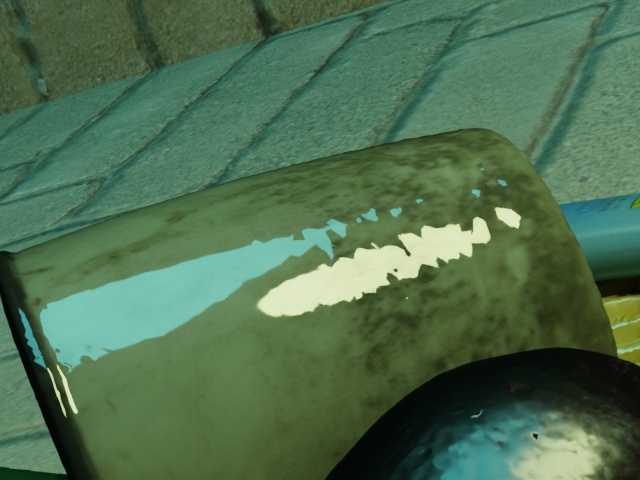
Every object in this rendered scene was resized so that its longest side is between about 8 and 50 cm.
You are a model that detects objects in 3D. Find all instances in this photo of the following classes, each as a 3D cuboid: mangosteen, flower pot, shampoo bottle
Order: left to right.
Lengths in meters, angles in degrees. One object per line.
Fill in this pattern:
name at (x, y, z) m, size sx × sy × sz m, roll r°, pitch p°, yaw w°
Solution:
flower pot at (-0.005, 0.080, 1.131) m, size 0.330 × 0.293 × 0.293 m, roll -24°, pitch 16°, yaw -9°
mangosteen at (0.134, 0.197, 0.901) m, size 0.302 × 0.275 × 0.275 m, roll 32°, pitch 45°, yaw 28°
shampoo bottle at (0.271, -0.007, 1.476) m, size 0.258 × 0.061 × 0.104 m, roll -8°, pitch 18°, yaw 38°

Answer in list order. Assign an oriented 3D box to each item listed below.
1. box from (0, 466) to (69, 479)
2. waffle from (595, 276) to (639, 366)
box at (-0.311, 0.278, 1.253) m, size 0.329 × 0.177 × 0.253 m, roll 0°, pitch 27°, yaw 46°
waffle at (0.304, 0.063, 1.410) m, size 0.221 × 0.055 × 0.248 m, roll -18°, pitch 15°, yaw 14°
